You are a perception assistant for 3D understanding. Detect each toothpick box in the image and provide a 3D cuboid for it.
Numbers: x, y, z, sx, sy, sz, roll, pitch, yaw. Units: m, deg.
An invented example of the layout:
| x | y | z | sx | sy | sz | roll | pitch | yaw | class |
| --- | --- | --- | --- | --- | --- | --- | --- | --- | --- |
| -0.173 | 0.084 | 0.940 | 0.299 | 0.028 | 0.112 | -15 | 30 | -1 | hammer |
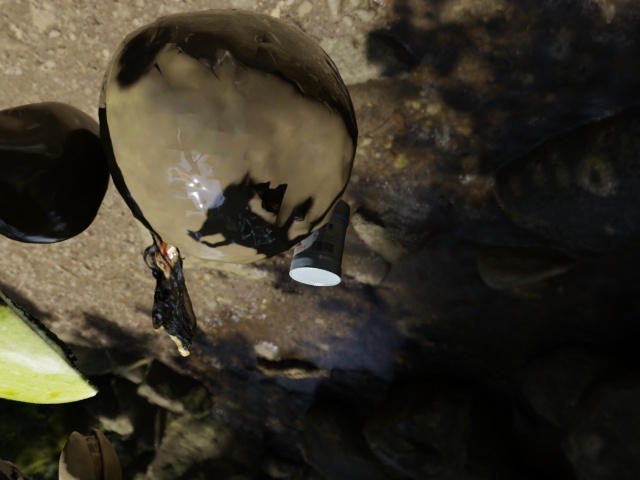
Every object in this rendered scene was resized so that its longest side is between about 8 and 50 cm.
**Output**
| x | y | z | sx | sy | sz | roll | pitch | yaw | class |
| --- | --- | --- | --- | --- | --- | --- | --- | --- | --- |
| 0.000 | 0.000 | 1.259 | 0.101 | 0.153 | 0.101 | 8 | 158 | 3 | toothpick box |

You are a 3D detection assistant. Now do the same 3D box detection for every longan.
| x | y | z | sx | sy | sz | roll | pitch | yaw | class |
| --- | --- | --- | --- | --- | --- | --- | --- | --- | --- |
| -0.470 | -0.111 | 1.060 | 0.215 | 0.246 | 0.246 | -2 | 136 | 41 | longan |
| -0.135 | -0.161 | 1.057 | 0.404 | 0.436 | 0.404 | 3 | 98 | 20 | longan |

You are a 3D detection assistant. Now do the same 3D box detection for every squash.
| x | y | z | sx | sy | sz | roll | pitch | yaw | class |
| --- | --- | --- | --- | --- | --- | --- | --- | --- | --- |
| -0.444 | 0.114 | 0.913 | 0.309 | 0.210 | 0.233 | 20 | 167 | -30 | squash |

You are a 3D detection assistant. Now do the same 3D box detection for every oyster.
| x | y | z | sx | sy | sz | roll | pitch | yaw | class |
| --- | --- | --- | --- | --- | --- | --- | --- | --- | --- |
| -0.352 | 0.083 | 1.509 | 0.096 | 0.221 | 0.361 | -7 | 107 | -5 | oyster |

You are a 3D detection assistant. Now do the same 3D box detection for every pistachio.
| x | y | z | sx | sy | sz | roll | pitch | yaw | class |
| --- | --- | --- | --- | --- | --- | --- | --- | --- | --- |
| -0.473 | 0.476 | 1.329 | 0.124 | 0.185 | 0.124 | -14 | 144 | -11 | pistachio |

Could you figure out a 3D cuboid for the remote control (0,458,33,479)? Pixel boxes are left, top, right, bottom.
| x | y | z | sx | sy | sz | roll | pitch | yaw | class |
| --- | --- | --- | --- | --- | --- | --- | --- | --- | --- |
| -0.638 | 0.547 | 1.055 | 0.144 | 0.399 | 0.062 | 32 | 155 | 16 | remote control |
